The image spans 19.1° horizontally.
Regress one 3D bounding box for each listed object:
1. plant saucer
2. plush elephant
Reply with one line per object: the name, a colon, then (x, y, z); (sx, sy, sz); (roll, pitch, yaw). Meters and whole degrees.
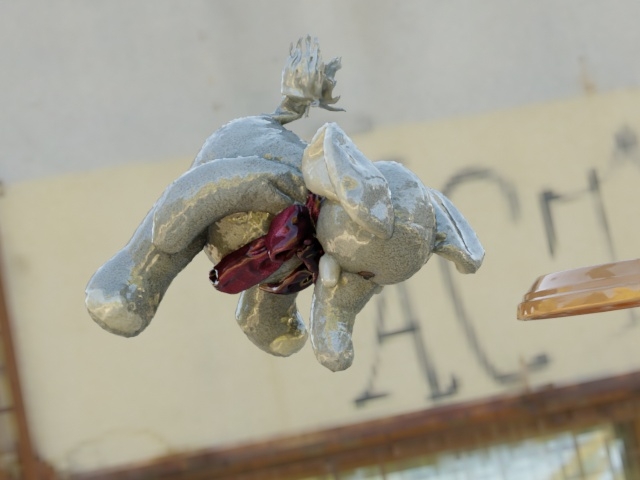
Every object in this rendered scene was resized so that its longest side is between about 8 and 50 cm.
plant saucer: (0.263, 0.037, 1.606); (0.200, 0.037, 0.200); (-8, -5, -1)
plush elephant: (0.000, 0.000, 1.754); (0.272, 0.330, 0.255); (21, 8, -47)
